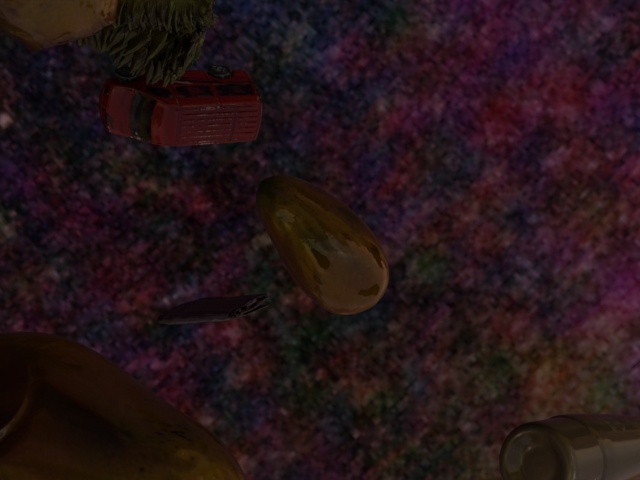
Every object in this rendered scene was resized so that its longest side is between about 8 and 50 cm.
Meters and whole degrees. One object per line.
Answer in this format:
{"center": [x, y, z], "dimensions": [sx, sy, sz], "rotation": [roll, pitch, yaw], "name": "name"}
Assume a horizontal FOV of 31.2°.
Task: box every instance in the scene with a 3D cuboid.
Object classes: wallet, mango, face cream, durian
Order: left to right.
{"center": [-0.138, 0.135, 0.634], "dimensions": [0.136, 0.236, 0.166], "rotation": [-50, 127, -32], "name": "mango"}
{"center": [-0.205, -0.292, 1.315], "dimensions": [0.163, 0.394, 0.198], "rotation": [28, 93, -36], "name": "durian"}
{"center": [-0.182, 0.116, 1.952], "dimensions": [0.166, 0.030, 0.111], "rotation": [-7, -175, 31], "name": "wallet"}
{"center": [0.002, 0.001, 1.150], "dimensions": [0.089, 0.163, 0.111], "rotation": [-36, 173, 13], "name": "mango"}
{"center": [0.308, 0.212, 1.181], "dimensions": [0.137, 0.084, 0.341], "rotation": [-20, 165, 38], "name": "face cream"}

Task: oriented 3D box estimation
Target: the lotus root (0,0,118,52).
{"center": [-0.269, -0.283, 0.920], "dimensions": [0.193, 0.291, 0.193], "rotation": [-34, -168, 8], "name": "lotus root"}

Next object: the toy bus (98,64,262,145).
{"center": [-0.175, -0.164, 1.433], "dimensions": [0.195, 0.089, 0.081], "rotation": [-5, 127, -25], "name": "toy bus"}
